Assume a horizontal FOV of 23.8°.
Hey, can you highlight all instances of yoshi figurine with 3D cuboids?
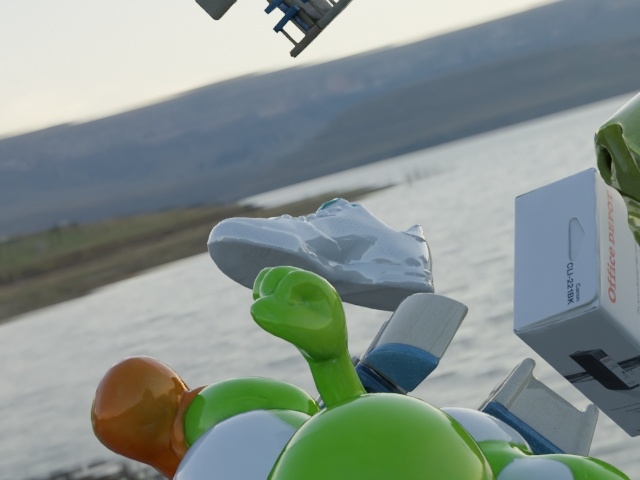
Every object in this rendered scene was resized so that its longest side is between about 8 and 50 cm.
[{"bbox_3d":[-0.016,0.129,0.761,0.362,0.203,0.203,-5,19,46],"label":"yoshi figurine"}]

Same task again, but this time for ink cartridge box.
[{"bbox_3d":[0.339,0.075,1.758,0.114,0.197,0.273,-21,-44,32],"label":"ink cartridge box"}]

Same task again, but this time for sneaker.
[{"bbox_3d":[0.000,0.000,1.339,0.212,0.094,0.080,13,-30,-24],"label":"sneaker"}]

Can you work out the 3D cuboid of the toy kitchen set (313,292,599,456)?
[{"bbox_3d":[0.071,0.163,1.103,0.122,0.166,0.207,-55,2,-42],"label":"toy kitchen set"}]

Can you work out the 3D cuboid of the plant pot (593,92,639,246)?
[{"bbox_3d":[0.368,-0.080,1.204,0.254,0.276,0.276,-32,4,-4],"label":"plant pot"}]

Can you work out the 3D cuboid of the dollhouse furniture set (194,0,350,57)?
[{"bbox_3d":[-0.057,-0.285,1.830,0.129,0.129,0.183,-42,5,42],"label":"dollhouse furniture set"}]
